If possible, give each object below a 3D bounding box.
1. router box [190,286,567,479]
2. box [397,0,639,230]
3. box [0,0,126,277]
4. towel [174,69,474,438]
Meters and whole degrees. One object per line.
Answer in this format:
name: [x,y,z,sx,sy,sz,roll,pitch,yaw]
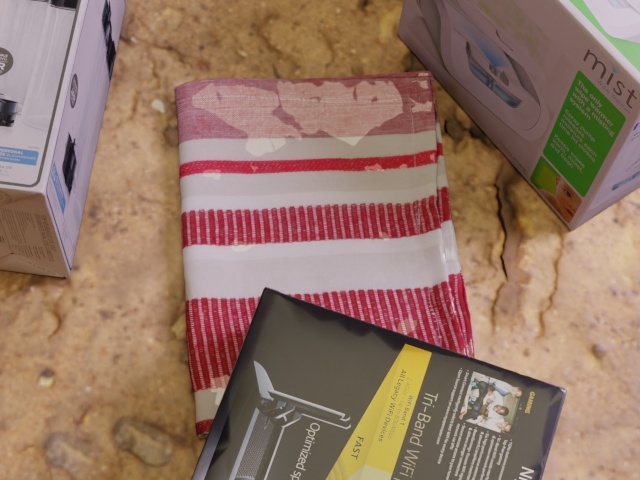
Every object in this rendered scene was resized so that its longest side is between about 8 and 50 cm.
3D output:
router box: [0.020,0.218,0.926,0.243,0.081,0.308,19,72,6]
box: [0.204,-0.182,1.064,0.127,0.231,0.262,-33,71,-17]
box: [-0.235,-0.135,1.049,0.087,0.169,0.289,6,64,0]
towel: [0.000,0.000,1.072,0.237,0.037,0.328,-4,65,-4]
